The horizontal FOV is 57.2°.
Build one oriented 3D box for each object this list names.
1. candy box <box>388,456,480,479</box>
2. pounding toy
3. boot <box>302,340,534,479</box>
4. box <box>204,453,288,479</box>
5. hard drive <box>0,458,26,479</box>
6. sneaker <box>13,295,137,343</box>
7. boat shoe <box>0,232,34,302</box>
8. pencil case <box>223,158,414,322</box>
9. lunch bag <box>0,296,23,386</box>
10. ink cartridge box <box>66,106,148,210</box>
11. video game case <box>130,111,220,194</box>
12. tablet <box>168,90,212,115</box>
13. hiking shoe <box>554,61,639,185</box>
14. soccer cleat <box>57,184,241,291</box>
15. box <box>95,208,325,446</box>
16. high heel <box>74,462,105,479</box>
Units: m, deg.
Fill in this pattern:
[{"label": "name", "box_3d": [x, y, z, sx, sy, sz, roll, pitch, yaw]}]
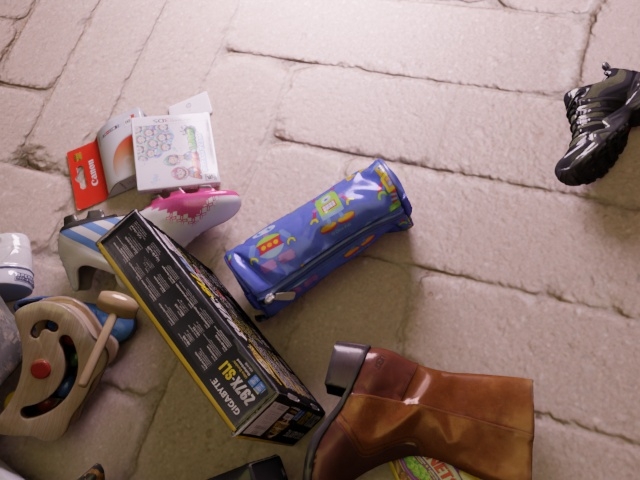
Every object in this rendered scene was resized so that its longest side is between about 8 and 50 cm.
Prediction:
[{"label": "candy box", "box_3d": [0.153, 0.312, 0.796, 0.105, 0.027, 0.206, -26, 65, 0]}, {"label": "pounding toy", "box_3d": [-0.404, 0.175, 0.877, 0.154, 0.155, 0.269, 30, 89, -5]}, {"label": "boot", "box_3d": [0.128, 0.284, 0.769, 0.280, 0.096, 0.264, 12, 64, 10]}, {"label": "box", "box_3d": [-0.149, 0.443, 0.670, 0.294, 0.183, 0.296, -22, 72, -1]}, {"label": "hard drive", "box_3d": [-0.587, 0.423, 0.896, 0.353, 0.047, 0.233, 20, 75, 30]}, {"label": "sneaker", "box_3d": [-0.412, 0.131, 0.976, 0.209, 0.082, 0.069, 6, 69, 14]}, {"label": "boat shoe", "box_3d": [-0.694, 0.043, 1.050, 0.367, 0.136, 0.156, -11, 67, 6]}, {"label": "pencil case", "box_3d": [0.000, 0.000, 0.902, 0.306, 0.119, 0.133, -32, 36, 0]}, {"label": "lunch bag", "box_3d": [-0.643, 0.213, 0.907, 0.287, 0.169, 0.235, -14, 28, 19]}, {"label": "ink cartridge box", "box_3d": [-0.399, -0.156, 1.104, 0.179, 0.045, 0.145, -22, 65, 2]}, {"label": "video game case", "box_3d": [-0.262, -0.160, 1.059, 0.143, 0.019, 0.157, -7, 66, -13]}, {"label": "tablet", "box_3d": [-0.250, -0.251, 1.125, 0.083, 0.006, 0.054, -21, 66, 4]}, {"label": "hiking shoe", "box_3d": [0.416, -0.178, 0.903, 0.227, 0.086, 0.114, -46, 52, -12]}, {"label": "soccer cleat", "box_3d": [-0.281, 0.004, 0.989, 0.331, 0.116, 0.143, -13, 83, 11]}, {"label": "box", "box_3d": [-0.142, 0.130, 0.814, 0.079, 0.257, 0.322, -42, 66, -3]}, {"label": "high heel", "box_3d": [-0.318, 0.462, 0.811, 0.186, 0.093, 0.261, 29, 95, 28]}]
